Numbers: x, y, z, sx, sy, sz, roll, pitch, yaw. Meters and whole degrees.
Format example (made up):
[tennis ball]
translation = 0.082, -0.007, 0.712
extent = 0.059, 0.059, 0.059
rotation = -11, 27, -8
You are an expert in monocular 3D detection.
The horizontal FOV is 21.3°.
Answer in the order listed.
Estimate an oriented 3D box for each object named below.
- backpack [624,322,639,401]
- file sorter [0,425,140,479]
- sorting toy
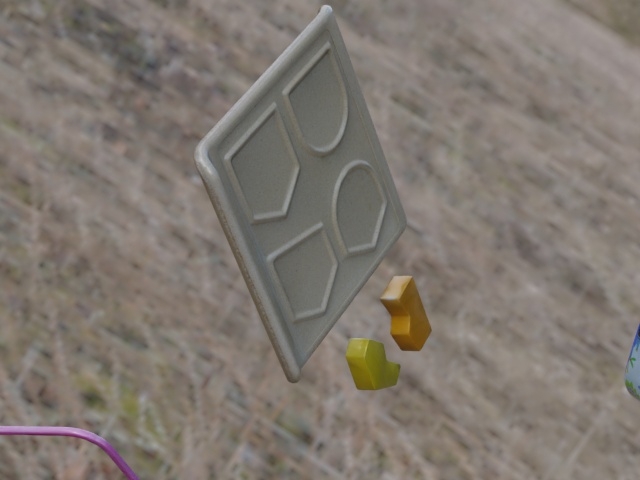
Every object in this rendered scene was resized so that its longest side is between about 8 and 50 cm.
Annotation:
[backpack]
translation = 0.245, 0.065, 1.045
extent = 0.105, 0.114, 0.084
rotation = -4, 33, -32
[file sorter]
translation = -0.274, 0.322, 1.458
extent = 0.202, 0.291, 0.182
rotation = -3, -39, 25
[sorting toy]
translation = 0.000, 0.000, 1.340
extent = 0.041, 0.307, 0.229
rotation = 0, 37, 31
